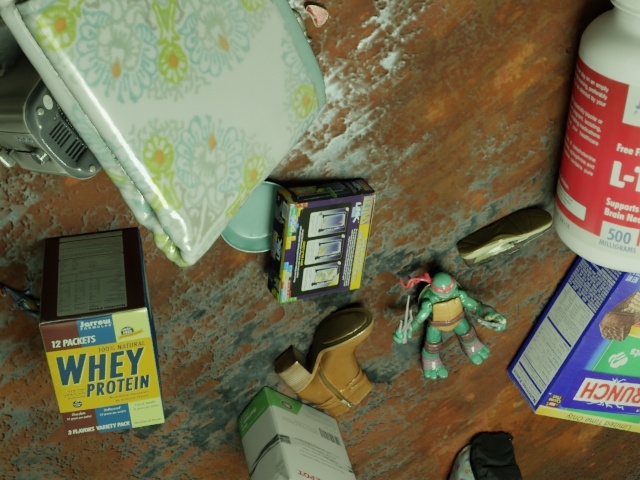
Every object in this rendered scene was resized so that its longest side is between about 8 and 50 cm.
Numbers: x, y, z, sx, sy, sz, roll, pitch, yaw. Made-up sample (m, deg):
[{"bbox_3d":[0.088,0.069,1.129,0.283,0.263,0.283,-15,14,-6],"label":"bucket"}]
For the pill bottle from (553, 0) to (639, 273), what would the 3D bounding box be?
[{"bbox_3d":[0.458,-0.177,1.273,0.228,0.229,0.408,-7,123,-10],"label":"pill bottle"}]

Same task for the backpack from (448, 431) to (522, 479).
[{"bbox_3d":[0.295,0.456,1.701,0.115,0.152,0.182,12,122,-3],"label":"backpack"}]

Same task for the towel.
[{"bbox_3d":[-0.159,-0.210,1.074,0.320,0.090,0.375,-51,128,-31],"label":"towel"}]

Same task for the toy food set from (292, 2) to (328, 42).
[{"bbox_3d":[-0.033,-0.310,1.188,0.078,0.019,0.122,-41,122,13],"label":"toy food set"}]

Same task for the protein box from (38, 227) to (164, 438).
[{"bbox_3d":[-0.300,0.124,1.286,0.135,0.201,0.200,-8,123,-9],"label":"protein box"}]

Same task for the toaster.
[{"bbox_3d":[-0.292,-0.175,1.097,0.129,0.146,0.227,53,55,-37],"label":"toaster"}]

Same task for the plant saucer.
[{"bbox_3d":[-0.091,-0.038,1.346,0.119,0.021,0.119,-7,124,-10],"label":"plant saucer"}]

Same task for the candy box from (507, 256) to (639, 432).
[{"bbox_3d":[0.514,0.161,1.567,0.268,0.122,0.317,13,119,-23],"label":"candy box"}]

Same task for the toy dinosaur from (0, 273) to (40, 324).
[{"bbox_3d":[-0.428,0.094,1.335,0.082,0.047,0.090,24,125,-7],"label":"toy dinosaur"}]

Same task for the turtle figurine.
[{"bbox_3d":[0.203,0.124,1.469,0.175,0.118,0.234,-8,140,8],"label":"turtle figurine"}]

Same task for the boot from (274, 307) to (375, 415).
[{"bbox_3d":[0.042,0.199,1.504,0.197,0.073,0.152,-33,123,22],"label":"boot"}]

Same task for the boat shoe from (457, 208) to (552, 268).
[{"bbox_3d":[0.291,-0.002,1.451,0.152,0.056,0.049,-20,130,10],"label":"boat shoe"}]

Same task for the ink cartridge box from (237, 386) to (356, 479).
[{"bbox_3d":[-0.034,0.361,1.495,0.160,0.219,0.093,30,110,-28],"label":"ink cartridge box"}]

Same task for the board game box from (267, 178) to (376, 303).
[{"bbox_3d":[0.000,0.000,1.360,0.141,0.048,0.170,-9,125,-27],"label":"board game box"}]
